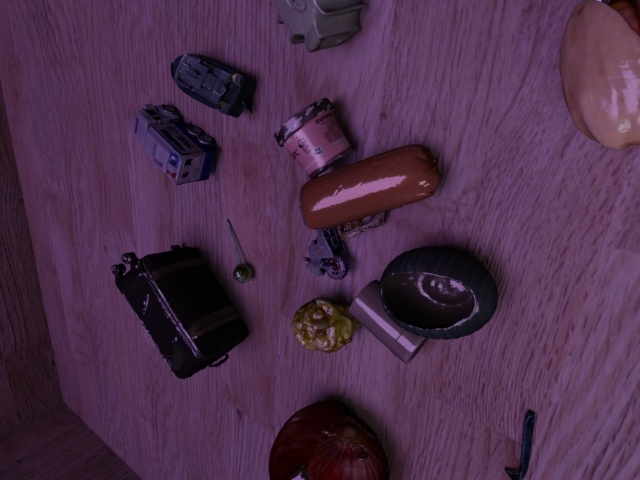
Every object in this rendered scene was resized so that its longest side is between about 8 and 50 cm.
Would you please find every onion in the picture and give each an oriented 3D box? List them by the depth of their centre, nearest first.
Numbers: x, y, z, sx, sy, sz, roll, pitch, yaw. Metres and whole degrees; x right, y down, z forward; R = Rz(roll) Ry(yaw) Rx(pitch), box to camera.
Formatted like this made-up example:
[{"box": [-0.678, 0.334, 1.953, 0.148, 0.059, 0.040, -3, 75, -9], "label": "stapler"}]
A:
[{"box": [0.019, 0.623, 1.247, 0.340, 0.341, 0.342, 15, 116, 34], "label": "onion"}]

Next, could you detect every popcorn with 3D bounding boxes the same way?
[{"box": [0.015, 0.217, 1.189, 0.173, 0.173, 0.143, -20, 77, 42], "label": "popcorn"}]

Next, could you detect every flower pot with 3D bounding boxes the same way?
[{"box": [0.029, -0.543, 0.846, 0.367, 0.164, 0.254, -23, 96, 55], "label": "flower pot"}, {"box": [0.240, 0.107, 0.951, 0.242, 0.157, 0.190, 5, 103, 32], "label": "flower pot"}]

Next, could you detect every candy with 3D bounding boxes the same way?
[{"box": [-0.258, 0.033, 1.407, 0.061, 0.061, 0.203, -20, 85, 42], "label": "candy"}]

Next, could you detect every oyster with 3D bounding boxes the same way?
[{"box": [0.101, -0.067, 1.066, 0.105, 0.056, 0.177, 38, 108, 17], "label": "oyster"}]

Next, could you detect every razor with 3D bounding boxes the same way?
[{"box": [0.450, 0.457, 1.013, 0.066, 0.033, 0.190, -122, 32, -68], "label": "razor"}]

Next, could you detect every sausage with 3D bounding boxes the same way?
[{"box": [0.101, -0.112, 0.974, 0.303, 0.121, 0.121, -16, 96, 25], "label": "sausage"}]

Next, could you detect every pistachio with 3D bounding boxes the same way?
[{"box": [0.436, -0.247, 0.667, 0.157, 0.157, 0.230, -17, 87, 41], "label": "pistachio"}]

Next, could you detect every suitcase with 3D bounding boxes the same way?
[{"box": [-0.427, 0.206, 1.459, 0.194, 0.283, 0.434, -38, 80, 23], "label": "suitcase"}]

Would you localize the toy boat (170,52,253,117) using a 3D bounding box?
[{"box": [-0.307, -0.425, 1.218, 0.296, 0.122, 0.114, 33, 100, 28], "label": "toy boat"}]

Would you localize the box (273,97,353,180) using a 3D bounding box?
[{"box": [-0.008, -0.223, 1.044, 0.151, 0.151, 0.135, -29, 97, 42], "label": "box"}]

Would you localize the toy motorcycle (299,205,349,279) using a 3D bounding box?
[{"box": [0.000, 0.000, 1.167, 0.122, 0.080, 0.216, -19, 89, 39], "label": "toy motorcycle"}]

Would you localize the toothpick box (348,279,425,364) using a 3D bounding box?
[{"box": [0.167, 0.189, 1.079, 0.180, 0.111, 0.111, 40, 127, 21], "label": "toothpick box"}]

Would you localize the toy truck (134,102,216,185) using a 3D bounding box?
[{"box": [-0.444, -0.289, 1.356, 0.268, 0.155, 0.125, 41, 127, 20], "label": "toy truck"}]

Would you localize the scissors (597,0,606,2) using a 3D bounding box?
[{"box": [0.439, -0.380, 0.705, 0.039, 0.012, 0.114, 20, 119, 32], "label": "scissors"}]
